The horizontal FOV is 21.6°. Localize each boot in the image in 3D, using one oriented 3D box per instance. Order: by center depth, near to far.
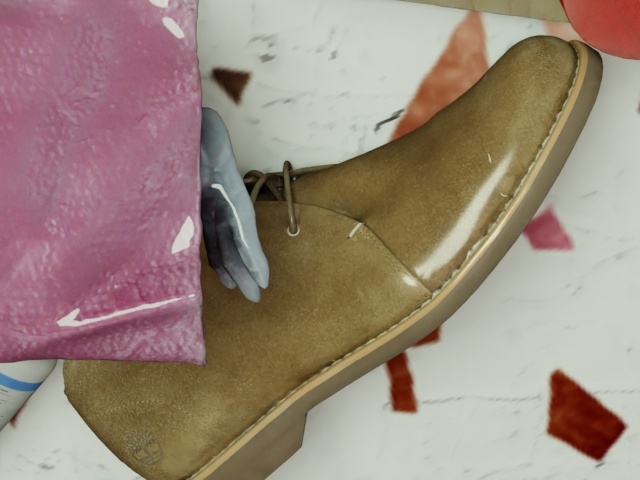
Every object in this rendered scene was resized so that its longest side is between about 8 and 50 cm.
[{"bbox_3d":[0.000,0.000,0.789,0.115,0.112,0.305,43,104,-13],"label":"boot"}]

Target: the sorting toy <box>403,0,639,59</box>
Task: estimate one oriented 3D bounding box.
[{"bbox_3d":[0.098,-0.194,0.687,0.256,0.089,0.257,6,127,-13],"label":"sorting toy"}]

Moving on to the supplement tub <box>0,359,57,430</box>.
[{"bbox_3d":[-0.183,0.074,0.805,0.071,0.071,0.107,37,105,-22],"label":"supplement tub"}]

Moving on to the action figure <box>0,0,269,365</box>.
[{"bbox_3d":[-0.212,-0.022,0.636,0.370,0.248,0.275,-12,120,-19],"label":"action figure"}]
